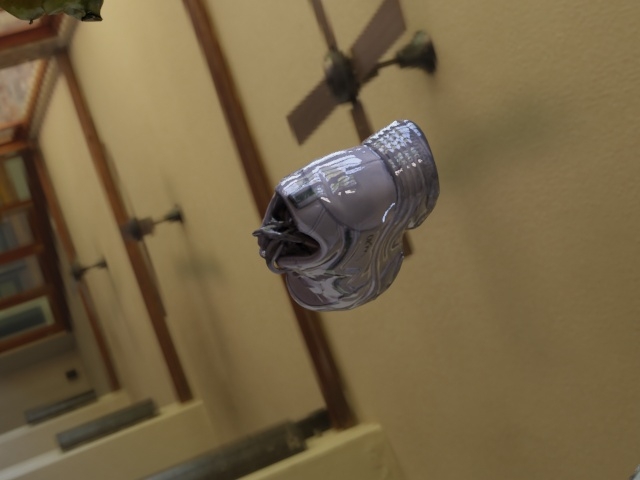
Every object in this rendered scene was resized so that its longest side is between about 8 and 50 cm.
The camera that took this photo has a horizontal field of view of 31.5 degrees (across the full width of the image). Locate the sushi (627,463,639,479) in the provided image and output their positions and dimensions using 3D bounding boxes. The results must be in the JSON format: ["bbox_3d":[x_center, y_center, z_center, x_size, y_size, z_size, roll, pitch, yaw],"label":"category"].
[{"bbox_3d":[0.296,0.244,0.669,0.343,0.359,0.064,-5,-76,38],"label":"sushi"}]

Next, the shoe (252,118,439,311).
[{"bbox_3d":[0.000,0.000,0.954,0.095,0.137,0.245,61,-31,20],"label":"shoe"}]

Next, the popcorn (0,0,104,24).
[{"bbox_3d":[-0.275,-0.328,1.198,0.225,0.249,0.249,60,-19,-2],"label":"popcorn"}]
